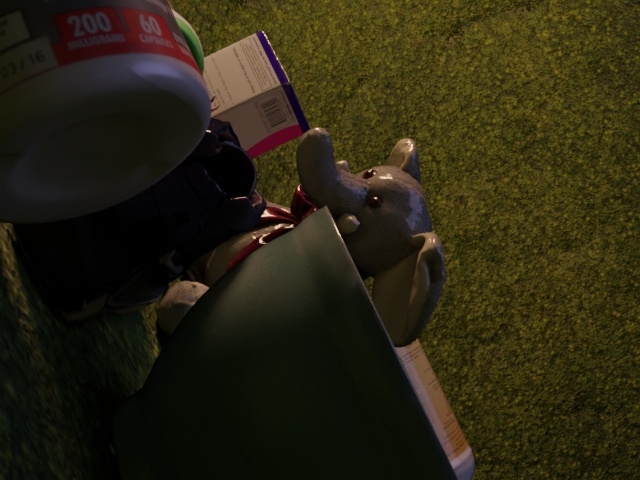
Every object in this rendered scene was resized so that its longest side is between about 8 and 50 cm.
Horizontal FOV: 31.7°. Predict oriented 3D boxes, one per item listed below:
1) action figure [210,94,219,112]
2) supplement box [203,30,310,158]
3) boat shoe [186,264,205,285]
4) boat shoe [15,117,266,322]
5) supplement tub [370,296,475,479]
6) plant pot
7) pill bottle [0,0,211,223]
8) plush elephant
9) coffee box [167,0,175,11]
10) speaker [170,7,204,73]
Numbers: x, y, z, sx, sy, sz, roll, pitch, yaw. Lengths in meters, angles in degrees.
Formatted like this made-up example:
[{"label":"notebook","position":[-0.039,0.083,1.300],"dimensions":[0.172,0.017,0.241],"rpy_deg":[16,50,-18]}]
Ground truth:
[{"label":"action figure","position":[-0.151,-0.075,1.457],"dimensions":[0.091,0.139,0.280],"rpy_deg":[64,3,32]},{"label":"supplement box","position":[-0.143,-0.167,1.515],"dimensions":[0.114,0.220,0.111],"rpy_deg":[64,-1,35]},{"label":"boat shoe","position":[-0.095,0.090,1.338],"dimensions":[0.099,0.116,0.319],"rpy_deg":[33,26,-59]},{"label":"boat shoe","position":[-0.118,-0.020,0.898],"dimensions":[0.340,0.158,0.127],"rpy_deg":[-105,169,-83]},{"label":"supplement tub","position":[0.060,0.251,1.458],"dimensions":[0.228,0.228,0.316],"rpy_deg":[50,15,-86]},{"label":"plant pot","position":[-0.019,0.150,0.771],"dimensions":[0.293,0.196,0.293],"rpy_deg":[64,0,-1]},{"label":"pill bottle","position":[-0.191,-0.167,0.699],"dimensions":[0.161,0.161,0.283],"rpy_deg":[61,3,-72]},{"label":"plush elephant","position":[0.000,0.000,1.178],"dimensions":[0.330,0.255,0.272],"rpy_deg":[33,20,-29]},{"label":"coffee box","position":[-0.233,-0.246,1.633],"dimensions":[0.297,0.119,0.168],"rpy_deg":[64,0,-34]},{"label":"speaker","position":[-0.215,-0.226,1.357],"dimensions":[0.131,0.131,0.296],"rpy_deg":[64,-5,-20]}]
